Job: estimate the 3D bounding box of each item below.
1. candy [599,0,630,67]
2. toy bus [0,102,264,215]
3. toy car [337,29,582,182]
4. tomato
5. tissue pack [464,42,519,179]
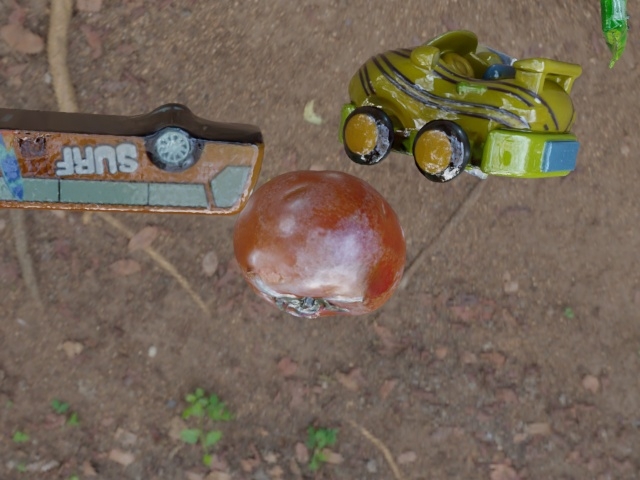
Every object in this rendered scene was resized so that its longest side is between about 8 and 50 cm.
[{"bbox_3d":[0.337,-0.298,1.079,0.032,0.102,0.178,-3,85,22],"label":"candy"},{"bbox_3d":[-0.258,-0.081,0.860,0.409,0.093,0.092,2,112,-10],"label":"toy bus"},{"bbox_3d":[0.139,-0.139,0.937,0.248,0.200,0.142,16,105,34],"label":"toy car"},{"bbox_3d":[0.003,-0.001,1.234,0.232,0.188,0.232,6,161,2],"label":"tomato"},{"bbox_3d":[0.192,-0.166,1.164,0.060,0.108,0.148,16,106,-37],"label":"tissue pack"}]
